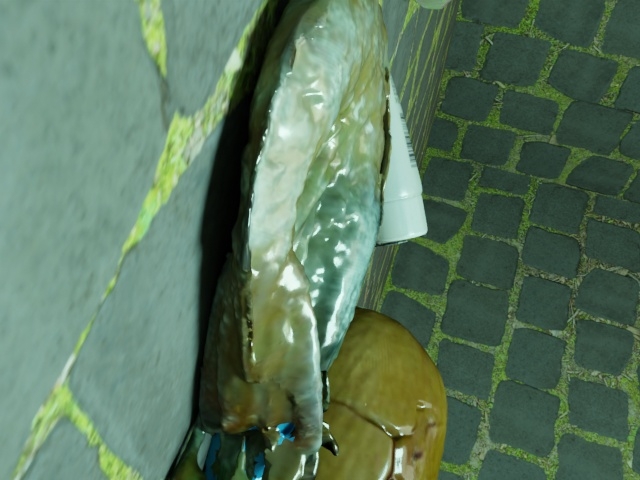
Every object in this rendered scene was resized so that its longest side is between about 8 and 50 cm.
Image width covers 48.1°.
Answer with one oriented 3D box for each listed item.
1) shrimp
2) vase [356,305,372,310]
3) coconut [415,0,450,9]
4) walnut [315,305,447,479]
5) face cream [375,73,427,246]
[{"bbox_3d":[-0.021,0.023,0.508,0.221,0.110,0.445,24,78,-76],"label":"shrimp"},{"bbox_3d":[0.007,0.204,0.906,0.299,0.143,0.143,-46,151,-65],"label":"vase"},{"bbox_3d":[0.165,-0.377,1.038,0.081,0.082,0.083,-30,98,-42],"label":"coconut"},{"bbox_3d":[0.014,0.200,0.649,0.203,0.203,0.298,88,13,-64],"label":"walnut"},{"bbox_3d":[0.053,-0.116,0.672,0.092,0.058,0.243,-30,110,-81],"label":"face cream"}]
